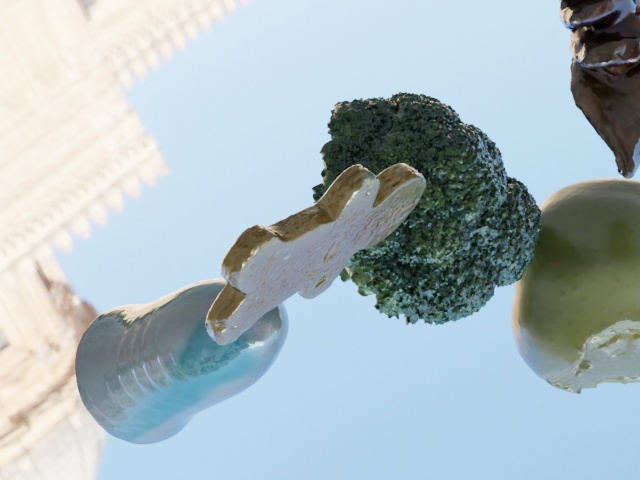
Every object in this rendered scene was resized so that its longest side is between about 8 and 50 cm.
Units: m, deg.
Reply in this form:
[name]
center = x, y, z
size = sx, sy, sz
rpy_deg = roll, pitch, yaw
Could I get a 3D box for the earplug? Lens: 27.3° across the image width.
[earplug]
center = -0.144, 0.127, 1.591
size = 0.324, 0.185, 0.185
rpy_deg = -27, -163, 50

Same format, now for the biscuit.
[biscuit]
center = 0.000, 0.000, 1.070
size = 0.234, 0.153, 0.030
rpy_deg = -32, -111, -36

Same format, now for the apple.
[apple]
center = 0.343, 0.053, 1.486
size = 0.279, 0.279, 0.279
rpy_deg = -18, -151, 10

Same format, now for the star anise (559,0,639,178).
[star anise]
center = 0.270, -0.217, 1.186
size = 0.108, 0.292, 0.350
rpy_deg = -9, -108, 15

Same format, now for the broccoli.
[broccoli]
center = 0.097, -0.028, 1.346
size = 0.241, 0.261, 0.269
rpy_deg = -34, -145, 53
